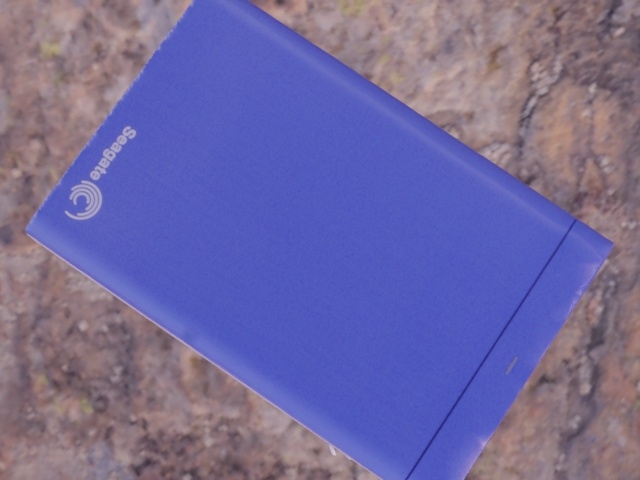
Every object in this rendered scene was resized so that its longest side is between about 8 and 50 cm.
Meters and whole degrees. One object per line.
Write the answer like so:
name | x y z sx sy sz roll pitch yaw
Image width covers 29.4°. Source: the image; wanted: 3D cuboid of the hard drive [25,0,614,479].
hard drive | 0.000 0.000 0.795 0.318 0.040 0.210 34 81 5

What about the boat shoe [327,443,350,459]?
boat shoe | 0.021 0.157 1.319 0.103 0.320 0.118 -12 59 14
